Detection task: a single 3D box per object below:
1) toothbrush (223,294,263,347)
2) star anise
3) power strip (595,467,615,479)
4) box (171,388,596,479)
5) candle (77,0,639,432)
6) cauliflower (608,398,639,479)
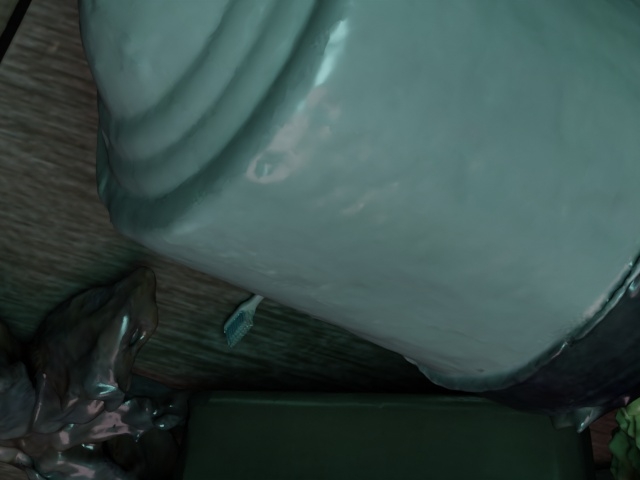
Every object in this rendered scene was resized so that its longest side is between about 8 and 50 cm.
[{"bbox_3d":[0.000,0.000,0.835,0.017,0.022,0.204,21,130,-32],"label":"toothbrush"},{"bbox_3d":[-0.174,0.108,0.870,0.198,0.111,0.258,-3,146,-4],"label":"star anise"},{"bbox_3d":[0.158,0.219,1.078,0.264,0.059,0.194,-9,140,4],"label":"power strip"},{"bbox_3d":[0.046,0.185,0.875,0.290,0.166,0.220,0,166,13],"label":"box"},{"bbox_3d":[0.031,-0.061,0.615,0.342,0.221,0.221,23,132,-29],"label":"candle"},{"bbox_3d":[0.311,0.143,0.883,0.260,0.327,0.281,-11,-174,28],"label":"cauliflower"}]
